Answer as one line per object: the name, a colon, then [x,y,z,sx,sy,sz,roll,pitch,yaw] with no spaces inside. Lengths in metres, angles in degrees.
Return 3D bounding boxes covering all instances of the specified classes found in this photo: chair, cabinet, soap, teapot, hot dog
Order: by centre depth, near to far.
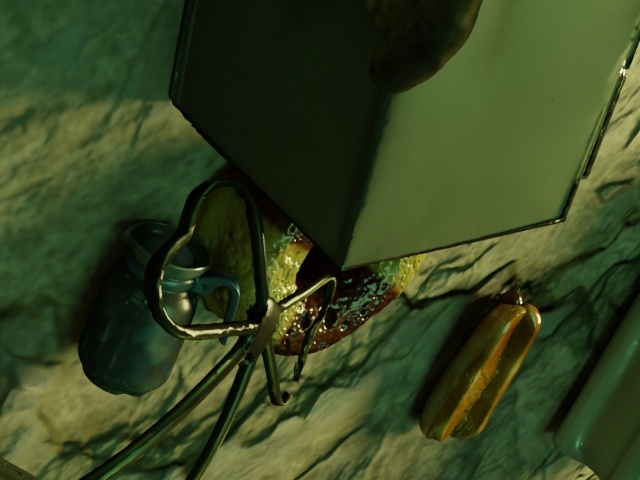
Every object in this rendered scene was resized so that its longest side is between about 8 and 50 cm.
cabinet: [0.047,-0.120,0.621,0.150,0.145,0.206,-13,132,-35]
chair: [-0.147,0.112,0.637,0.326,0.170,0.160,-60,148,-10]
teapot: [-0.082,0.039,0.712,0.049,0.063,0.083,-18,138,-58]
hot dog: [0.105,0.082,0.951,0.056,0.041,0.133,4,127,-35]
soap: [0.303,0.066,1.075,0.160,0.087,0.265,4,121,-44]

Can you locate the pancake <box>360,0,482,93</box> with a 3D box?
pancake: [-0.024,-0.141,0.510,0.020,0.190,0.184,-46,137,-47]

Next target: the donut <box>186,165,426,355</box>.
donut: [0.000,0.000,0.761,0.140,0.059,0.140,-24,134,-27]
